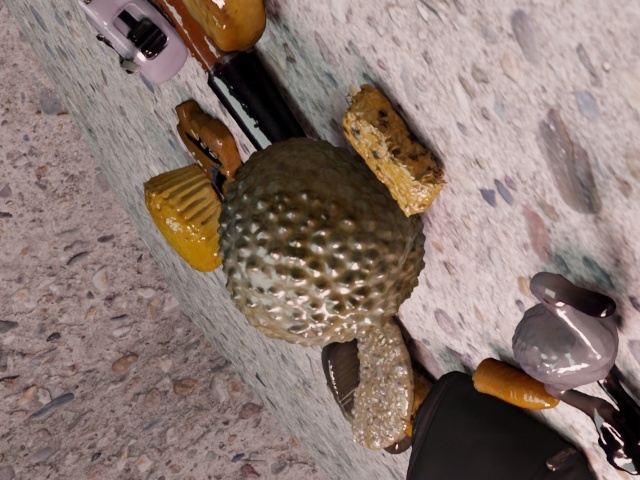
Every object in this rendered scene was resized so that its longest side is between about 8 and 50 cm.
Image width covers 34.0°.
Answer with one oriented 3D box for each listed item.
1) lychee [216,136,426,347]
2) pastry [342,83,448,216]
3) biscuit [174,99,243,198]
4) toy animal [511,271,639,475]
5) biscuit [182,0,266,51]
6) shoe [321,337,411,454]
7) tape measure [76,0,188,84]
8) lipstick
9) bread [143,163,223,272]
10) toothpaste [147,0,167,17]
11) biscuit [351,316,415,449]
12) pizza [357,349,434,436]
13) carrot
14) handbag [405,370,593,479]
[{"bbox_3d":[0.000,0.000,1.253,0.274,0.255,0.255,-7,123,38],"label":"lychee"},{"bbox_3d":[0.074,-0.095,1.116,0.140,0.056,0.080,53,155,14],"label":"pastry"},{"bbox_3d":[-0.173,-0.121,1.907,0.301,0.043,0.278,57,166,-12],"label":"biscuit"},{"bbox_3d":[0.236,0.096,0.962,0.195,0.090,0.324,32,163,44],"label":"toy animal"},{"bbox_3d":[-0.157,-0.352,1.205,0.274,0.091,0.213,54,169,9],"label":"biscuit"},{"bbox_3d":[0.059,0.264,1.891,0.149,0.109,0.293,26,155,54],"label":"shoe"},{"bbox_3d":[-0.297,-0.322,1.647,0.178,0.105,0.196,43,176,4],"label":"tape measure"},{"bbox_3d":[-0.150,-0.275,1.403,0.418,0.077,0.077,55,166,0],"label":"lipstick"},{"bbox_3d":[-0.273,-0.046,2.215,0.240,0.139,0.240,50,166,18],"label":"bread"},{"bbox_3d":[-0.273,-0.392,1.629,0.190,0.031,0.048,45,167,25],"label":"toothpaste"},{"bbox_3d":[0.098,0.221,1.620,0.133,0.032,0.249,24,115,54],"label":"biscuit"},{"bbox_3d":[0.146,0.267,1.679,0.305,0.086,0.161,41,162,47],"label":"pizza"},{"bbox_3d":[0.234,0.174,1.245,0.048,0.048,0.139,59,164,-17],"label":"carrot"},{"bbox_3d":[0.230,0.345,1.385,0.302,0.178,0.275,35,156,55],"label":"handbag"}]
